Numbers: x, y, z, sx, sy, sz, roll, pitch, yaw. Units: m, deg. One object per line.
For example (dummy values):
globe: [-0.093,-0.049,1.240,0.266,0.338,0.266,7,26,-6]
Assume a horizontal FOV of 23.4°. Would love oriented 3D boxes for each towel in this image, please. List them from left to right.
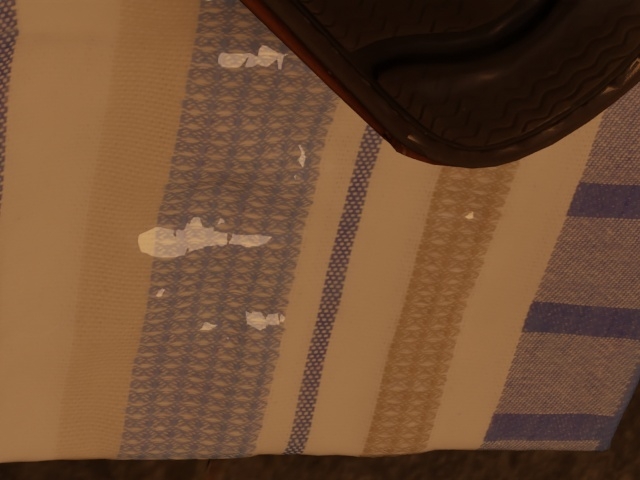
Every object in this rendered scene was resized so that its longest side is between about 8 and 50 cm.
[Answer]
towel: [0.000,0.000,0.527,0.285,0.034,0.209,2,125,-17]

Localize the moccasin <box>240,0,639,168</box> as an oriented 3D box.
moccasin: [-0.044,-0.187,0.363,0.139,0.147,0.380,-41,114,20]
